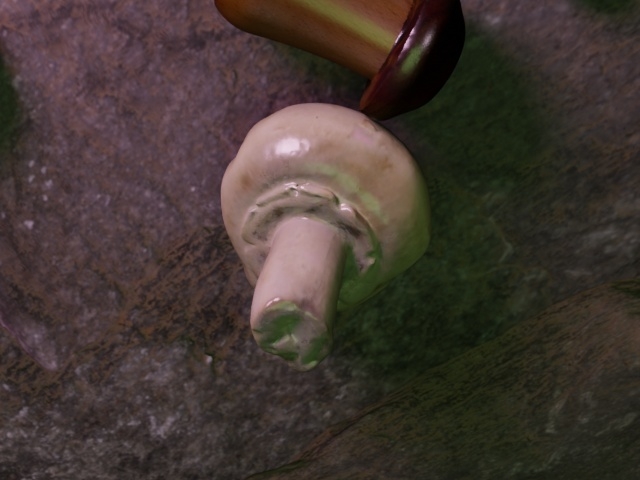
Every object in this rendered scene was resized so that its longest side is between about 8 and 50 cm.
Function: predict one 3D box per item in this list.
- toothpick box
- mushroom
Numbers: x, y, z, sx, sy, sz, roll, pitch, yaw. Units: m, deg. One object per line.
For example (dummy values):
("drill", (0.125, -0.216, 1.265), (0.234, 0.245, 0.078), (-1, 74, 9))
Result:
("toothpick box", (0.031, -0.276, 0.860), (0.294, 0.192, 0.192), (27, 117, -10))
("mushroom", (0.000, 0.000, 0.933), (0.314, 0.336, 0.314), (4, 132, 5))
